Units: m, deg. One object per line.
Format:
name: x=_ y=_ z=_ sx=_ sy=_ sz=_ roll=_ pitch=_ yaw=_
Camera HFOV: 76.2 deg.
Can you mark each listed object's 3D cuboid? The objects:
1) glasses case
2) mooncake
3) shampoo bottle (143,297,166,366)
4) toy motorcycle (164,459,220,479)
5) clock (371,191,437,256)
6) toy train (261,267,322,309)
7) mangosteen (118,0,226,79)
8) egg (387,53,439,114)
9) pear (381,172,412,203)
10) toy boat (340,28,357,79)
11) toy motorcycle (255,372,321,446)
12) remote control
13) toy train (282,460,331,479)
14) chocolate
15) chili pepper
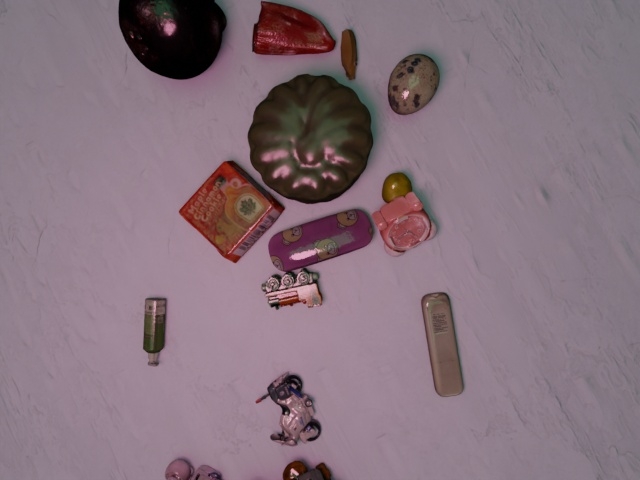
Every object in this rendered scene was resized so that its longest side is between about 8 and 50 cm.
glasses case: x=0.000 y=0.000 z=1.220 sx=0.316 sy=0.076 sz=0.123 roll=-18 pitch=78 yaw=1
mooncake: x=-0.027 y=-0.283 z=1.174 sx=0.356 sy=0.194 sz=0.356 roll=0 pitch=88 yaw=4
shampoo bottle: x=-0.511 y=0.281 z=1.254 sx=0.065 sy=0.065 sz=0.204 roll=2 pitch=89 yaw=3
toy motorcycle: x=-0.355 y=0.753 z=1.228 sx=0.254 sy=0.112 sz=0.112 roll=28 pitch=91 yaw=2
clock: x=0.244 y=-0.042 z=1.188 sx=0.166 sy=0.092 sz=0.162 roll=-29 pitch=125 yaw=8
toy train: x=-0.086 y=0.152 z=1.230 sx=0.176 sy=0.074 sz=0.118 roll=-13 pitch=92 yaw=1
mangosteen: x=-0.409 y=-0.614 z=1.173 sx=0.297 sy=0.313 sz=0.297 roll=13 pitch=113 yaw=33
egg: x=0.264 y=-0.449 z=1.185 sx=0.141 sy=0.141 sz=0.181 roll=29 pitch=89 yaw=3
pear: x=0.223 y=-0.154 z=1.213 sx=0.097 sy=0.092 sz=0.092 roll=-37 pitch=87 yaw=18
toy boat: x=0.091 y=-0.567 z=1.244 sx=0.047 sy=0.049 sz=0.149 roll=-2 pitch=91 yaw=34
toy motorcycle: x=-0.096 y=0.514 z=1.214 sx=0.150 sy=0.102 sz=0.221 roll=-23 pitch=90 yaw=-18
remote control: x=0.365 y=0.311 z=1.215 sx=0.090 sy=0.038 sz=0.309 roll=-10 pitch=89 yaw=2
toy train: x=-0.110 y=0.801 z=1.154 sx=0.369 sy=0.163 sz=0.231 roll=-24 pitch=117 yaw=-11
chocolate: x=-0.273 y=-0.090 z=1.227 sx=0.235 sy=0.108 sz=0.237 roll=44 pitch=93 yaw=5
chili pepper: x=-0.078 y=-0.630 z=1.236 sx=0.253 sy=0.136 sz=0.144 roll=5 pitch=44 yaw=-7
